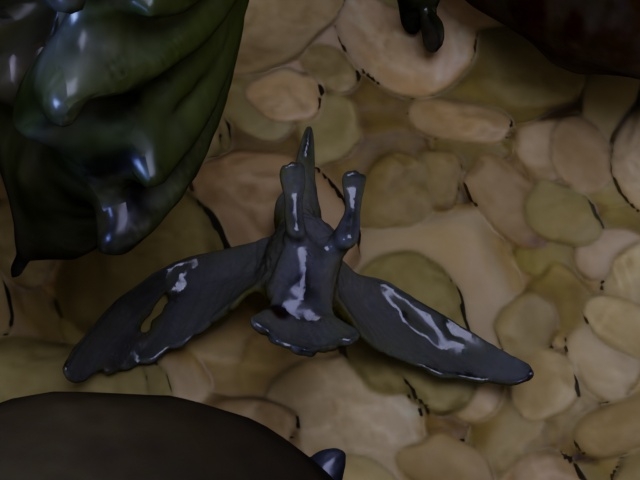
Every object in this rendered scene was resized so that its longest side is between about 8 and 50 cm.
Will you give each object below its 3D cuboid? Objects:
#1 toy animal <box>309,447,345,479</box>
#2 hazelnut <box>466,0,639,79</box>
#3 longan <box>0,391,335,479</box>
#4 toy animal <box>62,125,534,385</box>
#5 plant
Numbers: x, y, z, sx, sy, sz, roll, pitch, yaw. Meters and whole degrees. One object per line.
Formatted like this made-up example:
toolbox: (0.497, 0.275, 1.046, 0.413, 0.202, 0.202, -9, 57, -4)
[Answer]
toy animal: (0.083, 0.221, 0.784, 0.206, 0.081, 0.367, -13, 60, -12)
hazelnut: (0.168, -0.188, 0.979, 0.234, 0.218, 0.218, 27, 58, 26)
longan: (-0.092, 0.194, 0.657, 0.297, 0.297, 0.297, 5, 61, -9)
toy animal: (0.000, 0.000, 0.888, 0.219, 0.095, 0.155, 9, 65, -8)
plant: (-0.070, -0.145, 0.843, 0.180, 0.251, 0.333, 27, 42, 17)
